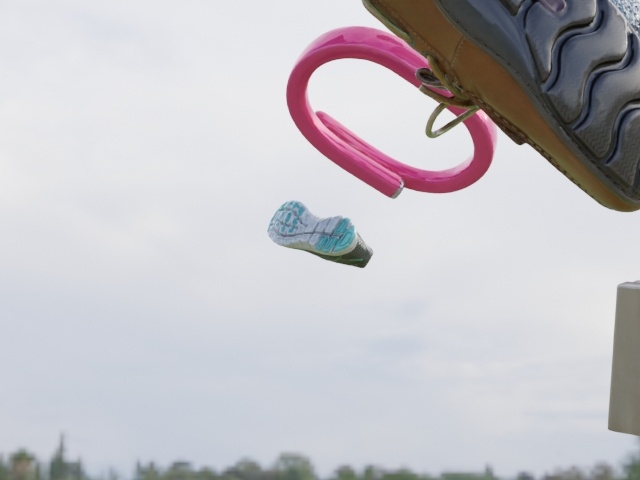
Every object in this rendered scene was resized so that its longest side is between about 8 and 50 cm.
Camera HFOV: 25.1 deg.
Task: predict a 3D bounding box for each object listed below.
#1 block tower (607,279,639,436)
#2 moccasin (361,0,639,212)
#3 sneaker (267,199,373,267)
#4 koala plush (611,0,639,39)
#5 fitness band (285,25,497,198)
[{"bbox_3d":[0.295,0.057,0.944,0.091,0.097,0.335,9,12,32],"label":"block tower"},{"bbox_3d":[0.130,-0.165,1.158,0.380,0.139,0.147,38,-26,-7],"label":"moccasin"},{"bbox_3d":[0.000,0.000,1.783,0.166,0.065,0.076,23,-12,49],"label":"sneaker"},{"bbox_3d":[0.326,-0.201,1.641,0.203,0.196,0.221,-21,-49,8],"label":"koala plush"},{"bbox_3d":[0.092,-0.160,1.870,0.291,0.054,0.209,32,-43,-13],"label":"fitness band"}]
